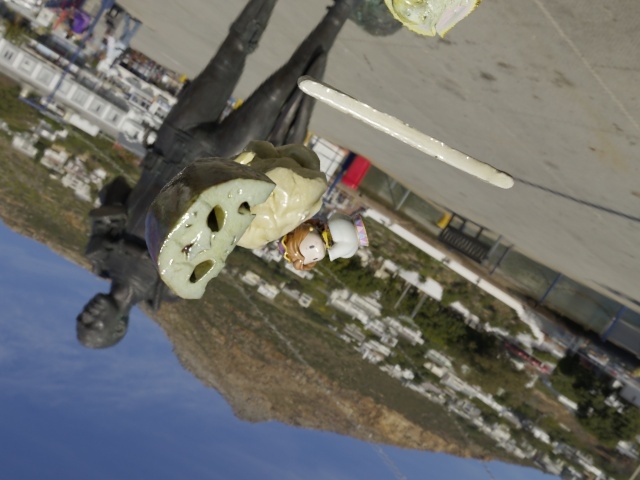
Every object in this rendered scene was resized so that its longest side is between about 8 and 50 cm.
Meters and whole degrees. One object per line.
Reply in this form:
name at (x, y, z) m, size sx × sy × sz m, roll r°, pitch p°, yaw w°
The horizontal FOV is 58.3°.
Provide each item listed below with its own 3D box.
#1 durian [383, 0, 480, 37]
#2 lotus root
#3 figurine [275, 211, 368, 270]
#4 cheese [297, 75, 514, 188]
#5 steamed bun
durian at (0.174, -0.383, 0.819) m, size 0.147 × 0.102 × 0.208 m, roll 19°, pitch 164°, yaw -28°
lotus root at (-0.187, -0.034, 0.910) m, size 0.138 × 0.235 × 0.119 m, roll 35°, pitch -174°, yaw -47°
figurine at (0.000, 0.000, 1.671) m, size 0.189 × 0.264 × 0.142 m, roll -104°, pitch 0°, yaw -59°
cheese at (0.144, -0.179, 0.964) m, size 0.400 × 0.034 × 0.085 m, roll 24°, pitch -170°, yaw -14°
steamed bun at (-0.149, -0.143, 1.525) m, size 0.230 × 0.325 × 0.372 m, roll 56°, pitch -170°, yaw -21°
